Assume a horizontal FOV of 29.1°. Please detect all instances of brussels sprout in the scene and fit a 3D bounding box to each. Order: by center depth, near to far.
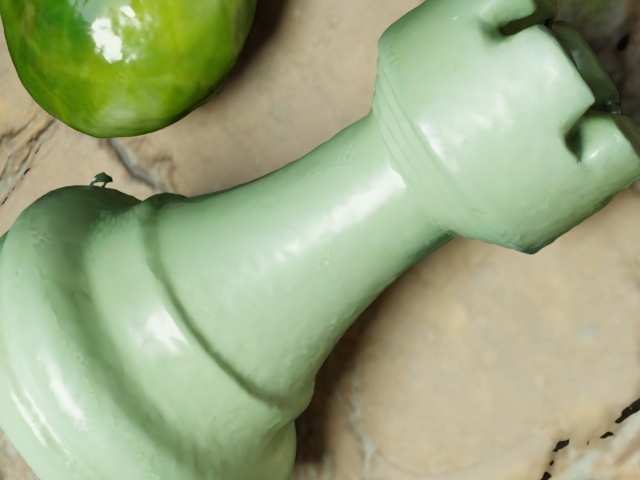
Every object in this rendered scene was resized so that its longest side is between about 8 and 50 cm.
[{"bbox_3d":[-0.109,-0.151,0.713,0.161,0.143,0.181,-29,40,53],"label":"brussels sprout"}]

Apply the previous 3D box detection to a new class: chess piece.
[{"bbox_3d":[0.000,0.000,0.584,0.299,0.194,0.195,-35,62,19],"label":"chess piece"}]
